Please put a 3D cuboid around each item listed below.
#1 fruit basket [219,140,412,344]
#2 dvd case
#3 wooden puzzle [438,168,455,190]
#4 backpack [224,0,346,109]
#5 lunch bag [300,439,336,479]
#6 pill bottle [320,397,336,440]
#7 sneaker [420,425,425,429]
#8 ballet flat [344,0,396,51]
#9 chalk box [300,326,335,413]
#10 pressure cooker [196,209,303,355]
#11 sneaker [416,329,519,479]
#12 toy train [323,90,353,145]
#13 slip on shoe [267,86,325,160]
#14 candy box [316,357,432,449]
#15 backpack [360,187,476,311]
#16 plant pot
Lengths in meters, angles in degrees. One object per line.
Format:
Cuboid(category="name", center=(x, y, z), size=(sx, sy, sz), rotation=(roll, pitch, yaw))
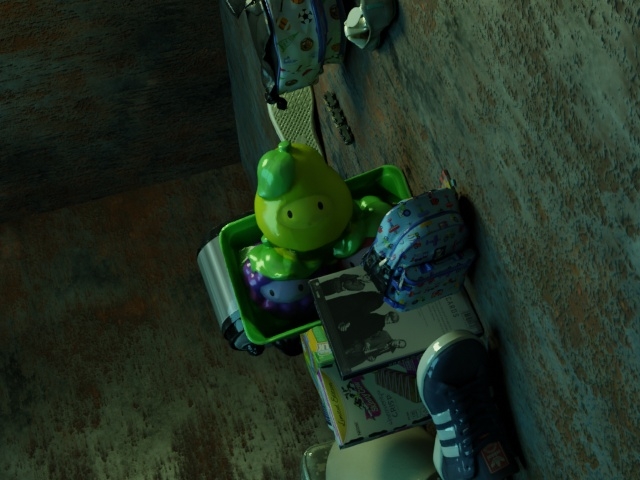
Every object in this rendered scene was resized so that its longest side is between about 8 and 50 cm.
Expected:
Cuboid(category="fruit basket", center=(0.000, 0.000, 1.629), size=(0.392, 0.392, 0.283), rotation=(96, 157, -67))
Cuboid(category="dvd case", center=(0.120, 0.111, 1.484), size=(0.029, 0.238, 0.179), rotation=(87, 165, -60))
Cuboid(category="wooden puzzle", center=(0.198, -0.079, 1.428), size=(0.083, 0.006, 0.049), rotation=(96, 157, -67))
Cuboid(category="backpack", center=(-0.060, -0.436, 1.780), size=(0.263, 0.213, 0.276), rotation=(79, 168, -81))
Cuboid(category="lunch bag", center=(0.105, 0.601, 2.232), size=(0.256, 0.305, 0.212), rotation=(103, 151, -61))
Cuboid(category="pill bottle", center=(0.079, 0.454, 2.595), size=(0.153, 0.153, 0.265), rotation=(-146, 42, -76))
Cuboid(category="sneaker", center=(0.189, 0.476, 2.048), size=(0.110, 0.122, 0.283), rotation=(-88, -23, -86))
Cuboid(category="ballet flat", center=(0.072, -0.365, 1.529), size=(0.213, 0.068, 0.072), rotation=(149, 106, -81))
Cuboid(category="chalk box", center=(0.069, 0.312, 2.348), size=(0.289, 0.180, 0.179), rotation=(-122, 18, -58))
Cuboid(category="pressure cooker", center=(-0.154, 0.154, 2.782), size=(0.375, 0.370, 0.420), rotation=(-45, 59, 46))
Cuboid(category="sneaker", center=(0.247, 0.296, 1.437), size=(0.148, 0.131, 0.350), rotation=(52, 163, 51))
Cuboid(category="toy train", center=(0.040, -0.272, 2.030), size=(0.036, 0.027, 0.158), rotation=(69, 180, -57))
Cuboid(category="slip on shoe", center=(-0.066, -0.313, 2.343), size=(0.101, 0.123, 0.331), rotation=(-114, 7, -64))
Cuboid(category="candy box", center=(0.126, 0.296, 1.780), size=(0.071, 0.233, 0.159), rotation=(98, 155, -69))
Cuboid(category="backpack", center=(0.158, 0.007, 1.388), size=(0.117, 0.158, 0.173), rotation=(60, 153, 30))
Cuboid(category="plant pot", center=(0.184, 0.496, 1.856), size=(0.274, 0.256, 0.256), rotation=(0, 105, 65))
